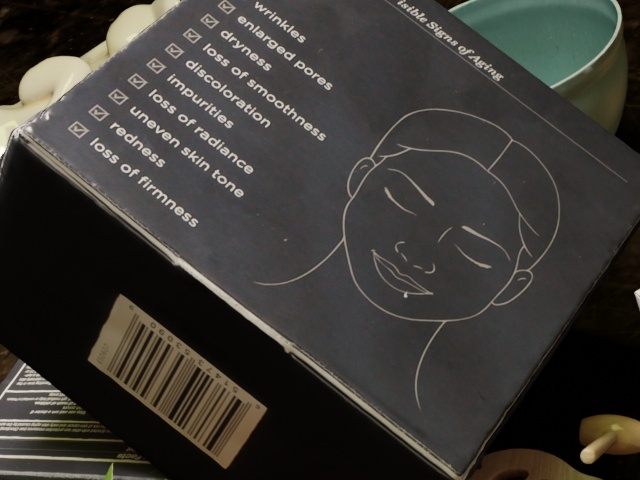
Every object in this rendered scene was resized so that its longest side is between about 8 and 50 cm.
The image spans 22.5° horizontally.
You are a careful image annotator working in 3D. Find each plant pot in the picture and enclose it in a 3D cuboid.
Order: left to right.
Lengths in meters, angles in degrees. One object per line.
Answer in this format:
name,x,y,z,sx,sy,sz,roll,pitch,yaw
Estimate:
plant pot,0.250,-0.161,1.981,0.293,0.196,0.293,-17,32,11

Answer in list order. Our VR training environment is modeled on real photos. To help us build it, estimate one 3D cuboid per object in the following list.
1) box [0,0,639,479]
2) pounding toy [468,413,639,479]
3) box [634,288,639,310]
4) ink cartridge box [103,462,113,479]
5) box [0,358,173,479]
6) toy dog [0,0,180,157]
box,0.000,0.000,1.549,0.480,0.297,0.472,38,49,5
pounding toy,0.182,0.245,1.445,0.154,0.154,0.269,5,40,30
box,0.442,0.098,1.431,0.262,0.231,0.127,-28,32,-7
ink cartridge box,-0.282,0.342,1.502,0.097,0.255,0.188,19,33,-17
box,-0.191,0.209,1.713,0.296,0.182,0.294,-2,36,29
toy dog,-0.350,-0.163,2.297,0.408,0.284,0.395,-31,32,-10
